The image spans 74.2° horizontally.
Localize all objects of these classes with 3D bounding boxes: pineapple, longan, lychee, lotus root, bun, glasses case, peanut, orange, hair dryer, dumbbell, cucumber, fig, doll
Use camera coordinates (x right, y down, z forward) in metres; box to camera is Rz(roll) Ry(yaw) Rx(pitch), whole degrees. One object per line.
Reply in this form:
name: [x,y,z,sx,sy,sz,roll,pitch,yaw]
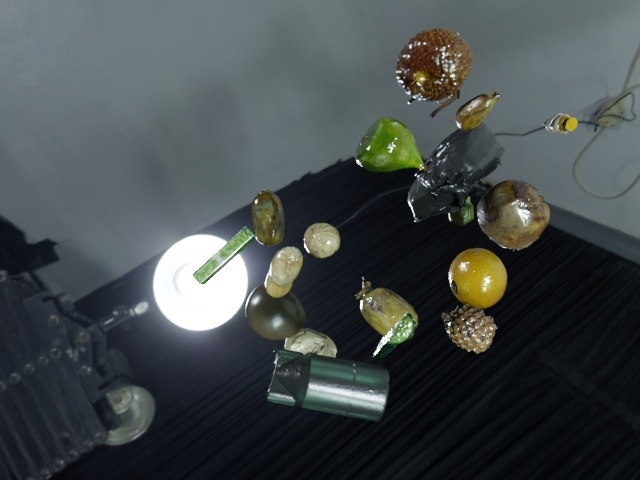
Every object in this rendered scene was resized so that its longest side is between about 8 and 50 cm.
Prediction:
pineapple: [0.536,0.315,1.554,0.193,0.166,0.166,26,159,9]
longan: [-0.161,0.253,1.501,0.220,0.196,0.196,45,164,6]
lychee: [0.421,-0.648,1.554,0.267,0.268,0.267,51,165,20]
lotus root: [-0.246,-0.108,2.055,0.152,0.160,0.274,2,-103,-58]
lotus root: [0.216,0.241,1.478,0.278,0.154,0.154,42,161,23]
bun: [-0.029,0.408,1.601,0.210,0.116,0.237,24,-165,-10]
lotus root: [0.555,-0.466,1.501,0.190,0.095,0.108,129,147,-67]
glasses case: [-0.369,0.057,1.617,0.062,0.272,0.095,46,171,2]
peanut: [-0.117,0.101,1.297,0.099,0.100,0.214,52,141,18]
peanut: [0.000,0.000,1.539,0.129,0.129,0.224,57,170,-1]
orange: [0.611,0.146,1.651,0.236,0.236,0.236,51,165,20]
hair dryer: [0.002,0.322,0.983,0.245,0.116,0.302,13,165,-3]
dumbbell: [0.682,-0.159,2.065,0.302,0.108,0.121,-48,-51,-67]
cucumber: [0.183,0.261,1.083,0.046,0.070,0.220,39,145,13]
fig: [0.259,-0.307,1.469,0.236,0.202,0.203,27,171,-14]
lotus root: [0.765,-0.117,1.636,0.272,0.272,0.192,52,159,18]
doll: [0.859,-0.414,1.523,0.084,0.073,0.127,45,-177,-23]

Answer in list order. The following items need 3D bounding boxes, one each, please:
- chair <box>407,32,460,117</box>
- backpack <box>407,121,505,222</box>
chair: [0.525,-0.695,1.784,0.186,0.319,0.160,48,175,36]
backpack: [0.533,-0.255,1.752,0.254,0.363,0.445,50,150,8]
